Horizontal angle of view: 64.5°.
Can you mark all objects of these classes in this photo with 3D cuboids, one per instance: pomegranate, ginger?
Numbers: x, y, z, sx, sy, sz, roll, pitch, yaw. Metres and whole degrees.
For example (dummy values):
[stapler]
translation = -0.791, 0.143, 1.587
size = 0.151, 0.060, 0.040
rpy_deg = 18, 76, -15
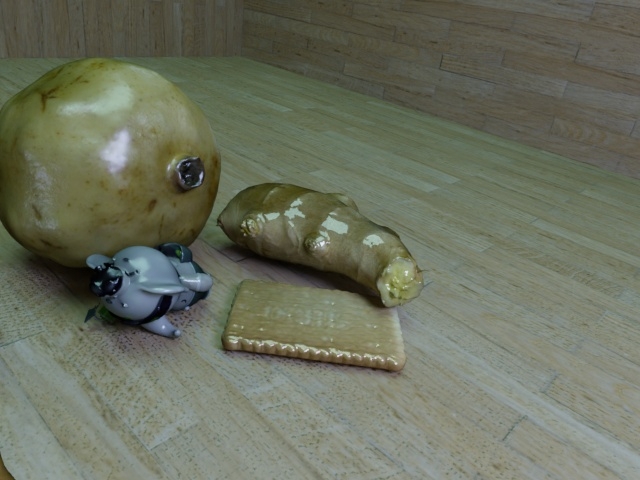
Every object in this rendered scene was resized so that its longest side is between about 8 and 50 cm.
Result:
[pomegranate]
translation = -0.310, -0.103, 0.776
size = 0.333, 0.332, 0.332
rpy_deg = 7, 27, -4
[ginger]
translation = 0.010, 0.002, 0.870
size = 0.376, 0.166, 0.236
rpy_deg = 32, 9, 17

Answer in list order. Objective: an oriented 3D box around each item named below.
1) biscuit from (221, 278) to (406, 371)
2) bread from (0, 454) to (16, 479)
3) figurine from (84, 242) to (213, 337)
[biscuit]
translation = -0.007, 0.119, 0.729
size = 0.250, 0.030, 0.160
rpy_deg = 7, 28, -3
[bread]
translation = -0.302, 0.216, 0.339
size = 0.149, 0.143, 0.158
rpy_deg = 6, 27, 12
[figurine]
translation = -0.222, 0.061, 0.667
size = 0.147, 0.126, 0.192
rpy_deg = 9, -4, 24
